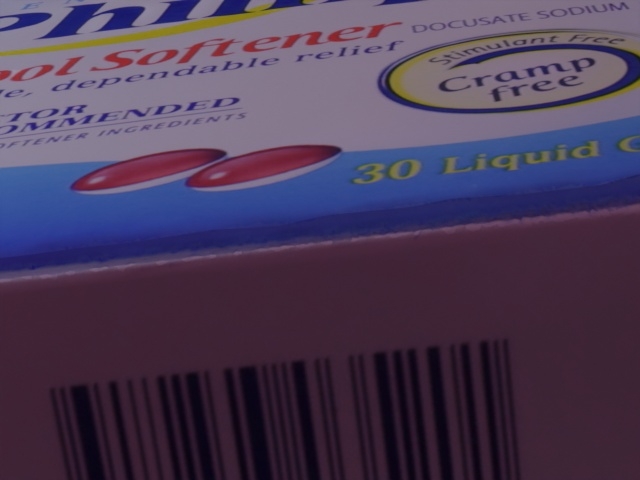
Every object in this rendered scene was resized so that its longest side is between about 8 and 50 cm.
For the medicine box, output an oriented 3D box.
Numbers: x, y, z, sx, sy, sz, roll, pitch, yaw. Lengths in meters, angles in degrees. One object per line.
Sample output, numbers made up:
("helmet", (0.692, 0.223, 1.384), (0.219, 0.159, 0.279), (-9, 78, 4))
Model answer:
("medicine box", (-0.010, 0.010, 0.548), (0.289, 0.263, 0.149), (-93, -4, -68))
